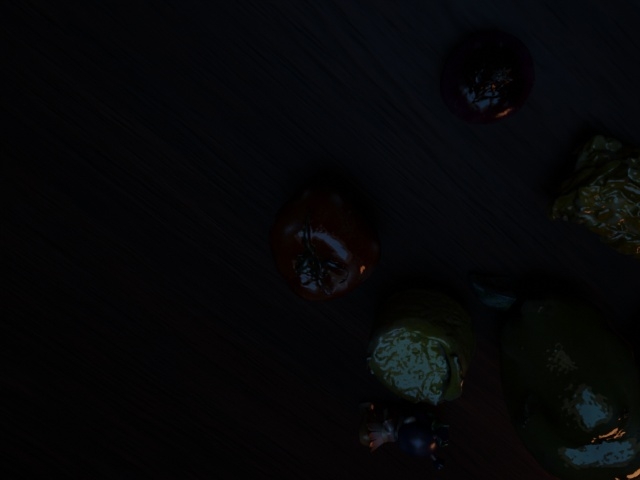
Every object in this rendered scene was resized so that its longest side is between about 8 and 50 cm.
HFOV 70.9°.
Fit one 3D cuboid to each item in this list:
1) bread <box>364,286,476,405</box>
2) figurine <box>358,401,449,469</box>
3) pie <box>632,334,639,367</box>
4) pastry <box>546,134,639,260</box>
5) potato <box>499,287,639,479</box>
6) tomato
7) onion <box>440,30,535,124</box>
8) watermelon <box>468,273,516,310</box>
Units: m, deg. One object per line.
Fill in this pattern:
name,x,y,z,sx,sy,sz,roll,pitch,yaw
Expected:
bread,0.174,0.184,0.783,0.197,0.170,0.197,8,114,18
figurine,0.177,0.414,0.964,0.194,0.102,0.112,-5,123,15
pie,0.736,0.226,0.677,0.395,0.180,0.418,-36,102,31
pastry,0.452,-0.046,0.613,0.249,0.102,0.154,23,127,0
potato,0.417,0.239,0.751,0.218,0.202,0.351,-24,100,39
tomato,0.000,0.000,0.717,0.186,0.151,0.187,6,128,8
onion,0.211,-0.204,0.569,0.115,0.104,0.115,0,105,2
watermelon,0.295,0.079,0.768,0.061,0.085,0.085,-44,109,-11
